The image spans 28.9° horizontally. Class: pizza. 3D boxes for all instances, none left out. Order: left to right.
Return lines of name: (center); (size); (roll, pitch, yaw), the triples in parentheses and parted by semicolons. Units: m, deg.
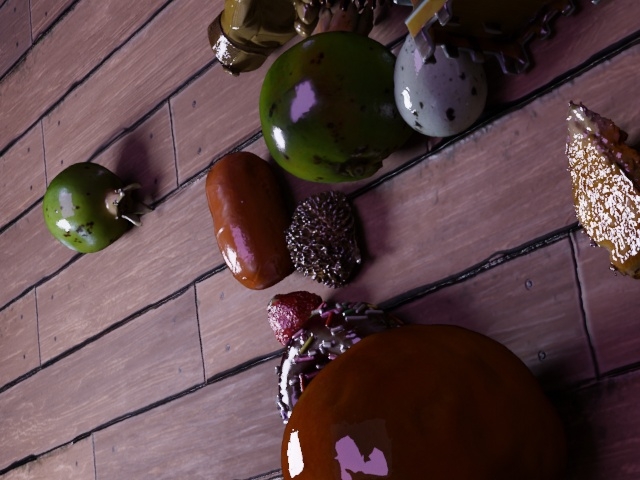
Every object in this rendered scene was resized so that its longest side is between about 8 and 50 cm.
pizza: (0.357, -0.056, 1.459); (0.226, 0.069, 0.147); (-122, 29, -43)

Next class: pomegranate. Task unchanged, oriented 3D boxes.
pomegranate: (-0.435, -0.066, 2.442); (0.224, 0.181, 0.181); (-3, 83, 33)
pomegranate: (0.023, -0.227, 1.811); (0.236, 0.236, 0.302); (-35, 47, 46)

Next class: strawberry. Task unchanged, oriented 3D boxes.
strawberry: (-0.035, 0.119, 1.923); (0.106, 0.106, 0.106); (-9, 79, 52)

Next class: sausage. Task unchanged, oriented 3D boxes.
sausage: (-0.115, -0.036, 2.032); (0.133, 0.133, 0.258); (-45, 52, 41)

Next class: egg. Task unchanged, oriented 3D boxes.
egg: (0.157, -0.218, 1.669); (0.131, 0.131, 0.164); (27, 142, 51)

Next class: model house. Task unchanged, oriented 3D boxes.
model house: (0.211, -0.351, 1.563); (0.198, 0.224, 0.215); (-42, 58, 45)

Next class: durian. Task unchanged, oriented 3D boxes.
durian: (0.000, 0.000, 1.902); (0.188, 0.091, 0.148); (31, 111, 48)

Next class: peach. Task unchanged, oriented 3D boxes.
peach: (0.120, 0.259, 1.509); (0.301, 0.343, 0.343); (39, 119, 24)

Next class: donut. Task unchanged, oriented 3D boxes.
donut: (0.041, 0.218, 1.789); (0.270, 0.103, 0.269); (5, 97, 45)

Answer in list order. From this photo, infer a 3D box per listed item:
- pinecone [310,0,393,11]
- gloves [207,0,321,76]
pinecone: (0.036, -0.419, 1.763); (0.208, 0.208, 0.208); (-9, 79, 52)
gloves: (-0.078, -0.379, 1.984); (0.141, 0.154, 0.331); (-56, 10, -29)
